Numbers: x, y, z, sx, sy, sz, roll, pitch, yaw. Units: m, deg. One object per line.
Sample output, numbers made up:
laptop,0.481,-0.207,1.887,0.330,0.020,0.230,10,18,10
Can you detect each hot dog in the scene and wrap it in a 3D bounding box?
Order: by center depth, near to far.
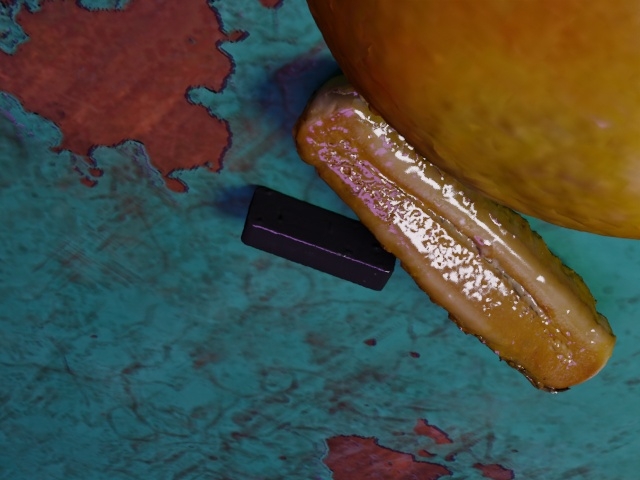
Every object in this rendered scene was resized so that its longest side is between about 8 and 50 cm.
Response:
hot dog,0.091,-0.004,0.927,0.083,0.068,0.289,-38,114,17

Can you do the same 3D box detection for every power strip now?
power strip,0.000,0.000,0.977,0.111,0.038,0.029,20,140,-5

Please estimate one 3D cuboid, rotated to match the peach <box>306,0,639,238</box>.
peach,0.174,-0.141,0.582,0.373,0.290,0.372,6,140,5
